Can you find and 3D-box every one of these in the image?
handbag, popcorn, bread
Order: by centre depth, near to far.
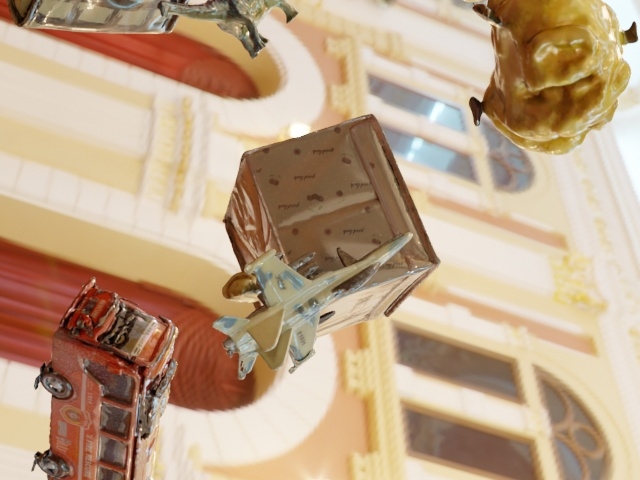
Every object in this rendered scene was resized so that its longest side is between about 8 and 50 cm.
[{"bbox_3d":[-0.087,0.056,1.387,0.049,0.088,0.034,-22,-102,19],"label":"bread"},{"bbox_3d":[0.385,-0.304,1.882,0.316,0.281,0.297,84,-8,-79],"label":"popcorn"},{"bbox_3d":[-0.354,-0.511,2.029,0.327,0.325,0.162,-44,-118,44],"label":"handbag"}]

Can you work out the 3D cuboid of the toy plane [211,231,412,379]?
[{"bbox_3d":[-0.006,0.057,1.354,0.262,0.192,0.088,-39,-134,-21],"label":"toy plane"}]

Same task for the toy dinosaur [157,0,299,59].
[{"bbox_3d":[-0.116,-0.376,1.852,0.076,0.147,0.363,-34,-174,42],"label":"toy dinosaur"}]

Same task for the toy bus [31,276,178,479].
[{"bbox_3d":[-0.172,0.137,0.920,0.073,0.096,0.235,-66,174,-47],"label":"toy bus"}]

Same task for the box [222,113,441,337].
[{"bbox_3d":[0.000,0.000,1.558,0.297,0.190,0.225,122,-52,-70],"label":"box"}]
